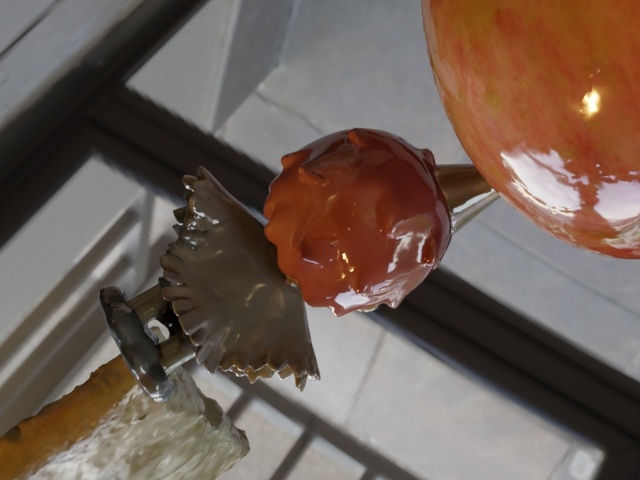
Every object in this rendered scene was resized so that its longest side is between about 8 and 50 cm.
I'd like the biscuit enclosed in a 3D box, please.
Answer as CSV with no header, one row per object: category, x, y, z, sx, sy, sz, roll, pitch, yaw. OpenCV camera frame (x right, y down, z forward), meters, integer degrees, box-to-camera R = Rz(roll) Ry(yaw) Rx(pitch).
biscuit,-0.279,0.294,1.536,0.104,0.446,0.429,50,166,21

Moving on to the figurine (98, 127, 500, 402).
figurine,0.000,0.000,1.137,0.207,0.387,0.166,61,-177,4

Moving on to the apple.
apple,0.241,-0.176,0.956,0.364,0.364,0.364,23,141,20
